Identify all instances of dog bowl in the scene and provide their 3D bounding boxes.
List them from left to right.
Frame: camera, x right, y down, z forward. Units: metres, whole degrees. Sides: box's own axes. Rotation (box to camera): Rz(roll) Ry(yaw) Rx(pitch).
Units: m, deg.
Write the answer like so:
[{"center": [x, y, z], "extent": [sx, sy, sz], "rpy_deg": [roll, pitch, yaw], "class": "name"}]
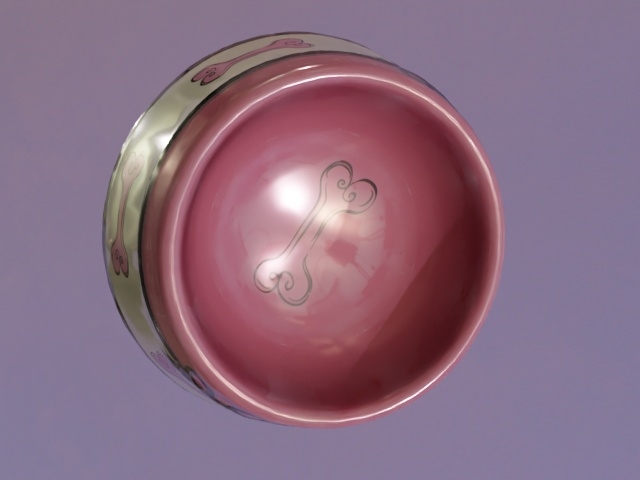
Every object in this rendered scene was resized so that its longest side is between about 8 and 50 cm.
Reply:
[{"center": [0.000, 0.000, 0.878], "extent": [0.150, 0.408, 0.408], "rpy_deg": [-156, -102, -70], "class": "dog bowl"}]
